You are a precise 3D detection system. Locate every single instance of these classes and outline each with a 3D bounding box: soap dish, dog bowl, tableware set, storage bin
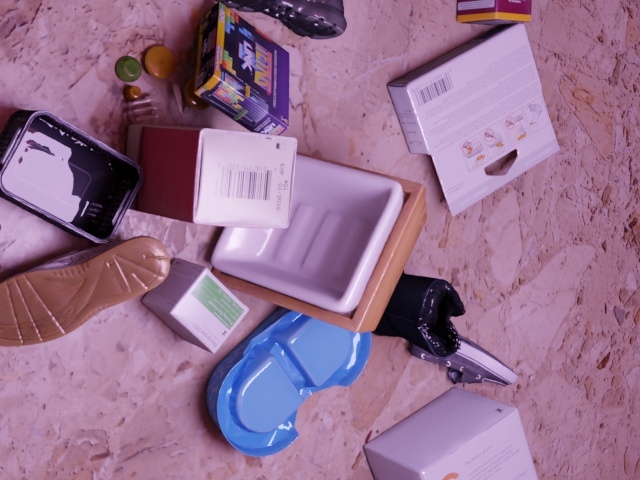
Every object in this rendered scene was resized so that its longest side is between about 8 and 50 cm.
[{"bbox_3d":[0.000,0.000,1.683,0.118,0.291,0.228,37,74,-51],"label":"soap dish"},{"bbox_3d":[-0.053,0.197,1.785,0.297,0.074,0.166,-42,116,-21],"label":"dog bowl"},{"bbox_3d":[-0.215,-0.230,1.660,0.154,0.024,0.104,-17,97,-28],"label":"tableware set"},{"bbox_3d":[-0.348,-0.086,1.556,0.180,0.084,0.122,31,79,-31],"label":"storage bin"}]

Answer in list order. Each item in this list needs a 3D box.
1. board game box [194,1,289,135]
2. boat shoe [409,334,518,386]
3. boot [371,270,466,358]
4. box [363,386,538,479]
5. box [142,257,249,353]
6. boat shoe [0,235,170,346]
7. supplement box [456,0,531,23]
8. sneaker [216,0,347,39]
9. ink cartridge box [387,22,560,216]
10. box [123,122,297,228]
[{"bbox_3d":[-0.109,-0.241,1.652,0.141,0.048,0.170,31,39,-31],"label":"board game box"},{"bbox_3d":[0.243,0.211,1.978,0.228,0.080,0.076,29,98,-35],"label":"boat shoe"},{"bbox_3d":[0.133,0.053,1.806,0.094,0.207,0.246,-18,105,-30],"label":"boot"},{"bbox_3d":[0.247,0.460,1.952,0.215,0.168,0.345,-28,110,-27],"label":"box"},{"bbox_3d":[-0.182,0.093,1.672,0.087,0.102,0.101,-51,120,-15],"label":"box"},{"bbox_3d":[-0.339,0.067,1.575,0.277,0.096,0.098,-19,102,-8],"label":"boat shoe"},{"bbox_3d":[0.289,-0.454,1.905,0.081,0.104,0.188,-3,98,-33],"label":"supplement box"},{"bbox_3d":[-0.072,-0.384,1.702,0.267,0.101,0.106,17,74,-40],"label":"sneaker"},{"bbox_3d":[0.265,-0.207,1.947,0.275,0.060,0.238,-31,112,-27],"label":"ink cartridge box"},{"bbox_3d":[-0.157,-0.091,1.587,0.149,0.232,0.126,2,95,-33],"label":"box"}]
